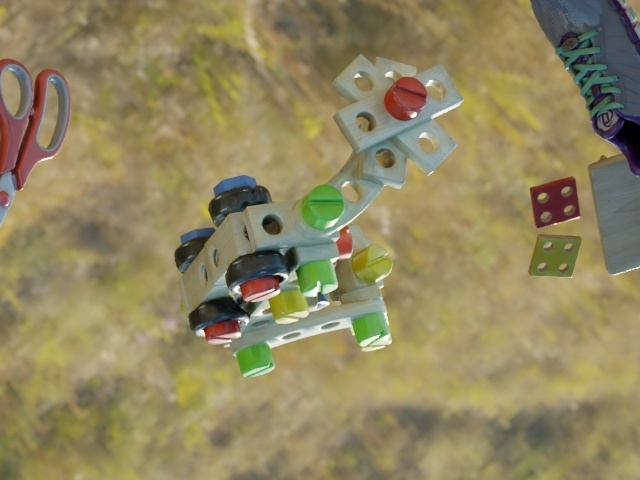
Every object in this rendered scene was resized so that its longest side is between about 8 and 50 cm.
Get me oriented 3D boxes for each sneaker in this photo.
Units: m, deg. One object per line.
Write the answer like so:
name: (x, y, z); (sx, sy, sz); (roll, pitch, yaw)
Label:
sneaker: (0.267, -0.154, 1.745); (0.083, 0.224, 0.098); (-30, -162, 38)

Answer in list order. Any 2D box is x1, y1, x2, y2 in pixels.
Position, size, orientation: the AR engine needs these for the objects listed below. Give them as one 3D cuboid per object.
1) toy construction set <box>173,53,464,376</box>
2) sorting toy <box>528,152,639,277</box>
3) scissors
toy construction set: (0.000, 0.000, 1.487); (0.215, 0.151, 0.328); (-8, 147, -23)
sorting toy: (0.330, -0.044, 1.902); (0.274, 0.046, 0.132); (-18, 123, -3)
scissors: (-0.315, -0.053, 1.938); (0.021, 0.297, 0.109); (-13, 152, 37)
